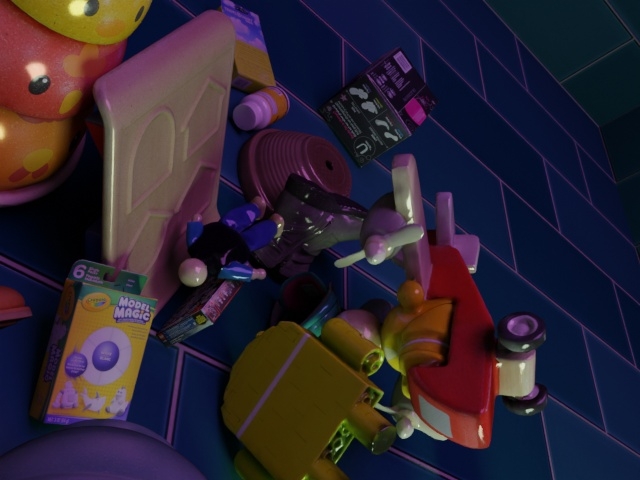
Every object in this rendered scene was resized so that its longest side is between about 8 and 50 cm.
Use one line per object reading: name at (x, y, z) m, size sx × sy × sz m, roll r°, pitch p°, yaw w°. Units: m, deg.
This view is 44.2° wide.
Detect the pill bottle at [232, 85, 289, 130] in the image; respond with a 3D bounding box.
pill bottle at (-0.108, -0.234, 1.410) m, size 0.065 × 0.065 × 0.116 m, roll 57°, pitch 33°, yaw -5°

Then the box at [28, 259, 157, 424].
box at (-0.250, 0.118, 0.889) m, size 0.105 × 0.043 × 0.179 m, roll 19°, pitch 80°, yaw -45°

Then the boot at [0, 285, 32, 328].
boot at (-0.397, -0.015, 0.689) m, size 0.283 × 0.109 × 0.220 m, roll 3°, pitch 68°, yaw -42°

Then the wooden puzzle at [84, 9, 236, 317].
wooden puzzle at (-0.211, -0.092, 1.018) m, size 0.080 × 0.348 × 0.322 m, roll 14°, pitch 34°, yaw 12°

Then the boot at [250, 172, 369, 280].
boot at (0.000, 0.000, 1.305) m, size 0.246 × 0.161 × 0.083 m, roll 23°, pitch 12°, yaw -36°

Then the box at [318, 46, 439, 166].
box at (0.129, -0.293, 1.704) m, size 0.163 × 0.142 × 0.247 m, roll 53°, pitch 32°, yaw -8°

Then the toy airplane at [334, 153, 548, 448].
toy airplane at (0.138, 0.101, 1.139) m, size 0.384 × 0.272 × 0.386 m, roll 77°, pitch -1°, yaw -80°

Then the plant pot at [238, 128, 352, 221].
plant pot at (-0.023, -0.108, 1.385) m, size 0.237 × 0.109 × 0.237 m, roll 33°, pitch 40°, yaw -34°

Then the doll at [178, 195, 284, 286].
doll at (-0.122, 0.008, 1.069) m, size 0.129 × 0.046 × 0.189 m, roll 44°, pitch 42°, yaw 7°

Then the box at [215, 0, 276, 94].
box at (-0.146, -0.360, 1.477) m, size 0.109 × 0.042 × 0.178 m, roll 13°, pitch 54°, yaw -49°

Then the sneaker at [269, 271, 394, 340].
sneaker at (0.016, 0.121, 1.255) m, size 0.178 × 0.124 × 0.295 m, roll 64°, pitch 33°, yaw -11°

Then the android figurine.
android figurine at (-0.027, 0.214, 1.017) m, size 0.273 × 0.248 × 0.056 m, roll 32°, pitch -1°, yaw 44°

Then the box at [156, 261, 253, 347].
box at (-0.155, 0.083, 1.072) m, size 0.027 × 0.094 × 0.137 m, roll 53°, pitch 33°, yaw -13°

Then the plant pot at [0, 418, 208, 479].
plant pot at (-0.208, 0.285, 0.712) m, size 0.293 × 0.293 × 0.196 m, roll 46°, pitch 9°, yaw -20°

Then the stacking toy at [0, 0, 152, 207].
stacking toy at (-0.293, -0.280, 0.816) m, size 0.350 × 0.480 × 0.351 m, roll 32°, pitch 41°, yaw -34°
